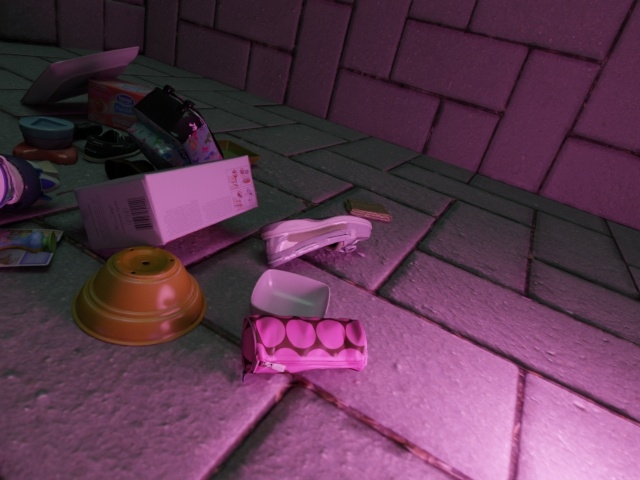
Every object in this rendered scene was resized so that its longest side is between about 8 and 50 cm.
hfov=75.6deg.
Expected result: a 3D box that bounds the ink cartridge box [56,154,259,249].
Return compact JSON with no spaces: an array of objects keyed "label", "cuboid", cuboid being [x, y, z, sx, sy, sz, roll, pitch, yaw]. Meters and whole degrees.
[{"label":"ink cartridge box","cuboid":[-0.337,-0.088,0.895,0.271,0.130,0.309,-3,15,27]}]

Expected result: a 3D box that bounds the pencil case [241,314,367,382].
[{"label":"pencil case","cuboid":[-0.021,0.170,0.656,0.209,0.095,0.098,4,11,-24]}]

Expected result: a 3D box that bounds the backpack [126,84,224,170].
[{"label":"backpack","cuboid":[-0.397,-0.273,1.176,0.225,0.191,0.253,36,-9,22]}]

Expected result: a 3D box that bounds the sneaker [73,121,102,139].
[{"label":"sneaker","cuboid":[-0.783,-0.341,1.305,0.170,0.051,0.089,-6,33,-27]}]

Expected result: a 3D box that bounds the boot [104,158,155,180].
[{"label":"boot","cuboid":[-0.471,-0.176,1.108,0.219,0.082,0.106,27,31,27]}]

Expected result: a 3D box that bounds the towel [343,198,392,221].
[{"label":"towel","cuboid":[0.154,-0.100,1.353,0.147,0.027,0.110,7,26,-13]}]

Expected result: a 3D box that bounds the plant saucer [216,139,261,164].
[{"label":"plant saucer","cuboid":[-0.341,-0.305,1.471,0.188,0.045,0.188,29,29,28]}]

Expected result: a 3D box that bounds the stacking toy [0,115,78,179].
[{"label":"stacking toy","cuboid":[-0.806,-0.272,1.062,0.308,0.131,0.279,0,30,-28]}]

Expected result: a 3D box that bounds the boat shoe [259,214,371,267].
[{"label":"boat shoe","cuboid":[0.001,0.000,1.006,0.320,0.103,0.118,-5,-7,-41]}]

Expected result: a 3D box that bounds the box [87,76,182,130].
[{"label":"box","cuboid":[-0.684,-0.491,1.532,0.299,0.154,0.142,18,26,3]}]

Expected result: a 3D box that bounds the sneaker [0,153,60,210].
[{"label":"sneaker","cuboid":[-0.602,-0.120,0.792,0.322,0.130,0.236,0,11,29]}]

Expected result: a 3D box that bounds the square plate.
[{"label":"square plate","cuboid":[-0.874,-0.595,1.516,0.343,0.049,0.347,-9,24,40]}]

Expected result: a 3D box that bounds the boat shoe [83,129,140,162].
[{"label":"boat shoe","cuboid":[-0.630,-0.303,1.277,0.083,0.079,0.233,17,25,8]}]

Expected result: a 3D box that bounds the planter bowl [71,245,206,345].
[{"label":"planter bowl","cuboid":[-0.300,0.071,0.703,0.216,0.091,0.217,12,27,-6]}]

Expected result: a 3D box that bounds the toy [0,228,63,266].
[{"label":"toy","cuboid":[-0.605,-0.007,0.730,0.236,0.056,0.137,4,27,-22]}]

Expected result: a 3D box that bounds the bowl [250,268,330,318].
[{"label":"bowl","cuboid":[-0.059,0.120,0.776,0.141,0.053,0.142,16,26,1]}]
